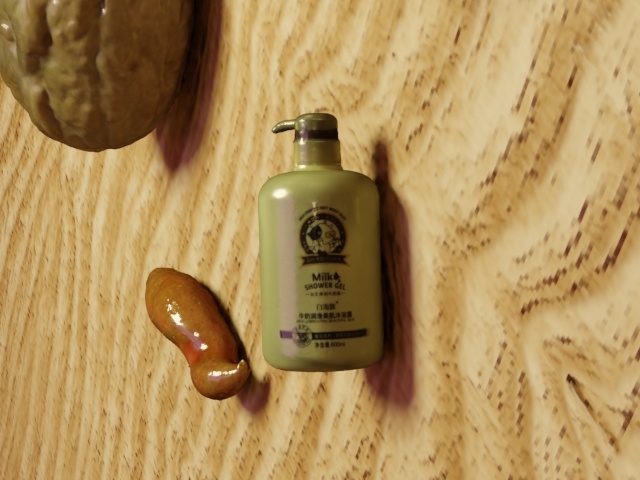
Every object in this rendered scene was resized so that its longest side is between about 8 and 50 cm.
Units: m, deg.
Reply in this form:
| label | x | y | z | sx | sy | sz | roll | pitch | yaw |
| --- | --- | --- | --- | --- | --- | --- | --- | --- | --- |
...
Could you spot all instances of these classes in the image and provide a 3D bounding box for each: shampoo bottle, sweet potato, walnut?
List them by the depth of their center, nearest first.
| label | x | y | z | sx | sy | sz | roll | pitch | yaw |
| --- | --- | --- | --- | --- | --- | --- | --- | --- | --- |
| shampoo bottle | 0.000 | 0.000 | 1.039 | 0.079 | 0.079 | 0.162 | -176 | 84 | -65 |
| sweet potato | -0.105 | 0.066 | 1.306 | 0.055 | 0.058 | 0.202 | -60 | 34 | 16 |
| walnut | -0.188 | -0.174 | 1.337 | 0.178 | 0.178 | 0.230 | -127 | 31 | -51 |
